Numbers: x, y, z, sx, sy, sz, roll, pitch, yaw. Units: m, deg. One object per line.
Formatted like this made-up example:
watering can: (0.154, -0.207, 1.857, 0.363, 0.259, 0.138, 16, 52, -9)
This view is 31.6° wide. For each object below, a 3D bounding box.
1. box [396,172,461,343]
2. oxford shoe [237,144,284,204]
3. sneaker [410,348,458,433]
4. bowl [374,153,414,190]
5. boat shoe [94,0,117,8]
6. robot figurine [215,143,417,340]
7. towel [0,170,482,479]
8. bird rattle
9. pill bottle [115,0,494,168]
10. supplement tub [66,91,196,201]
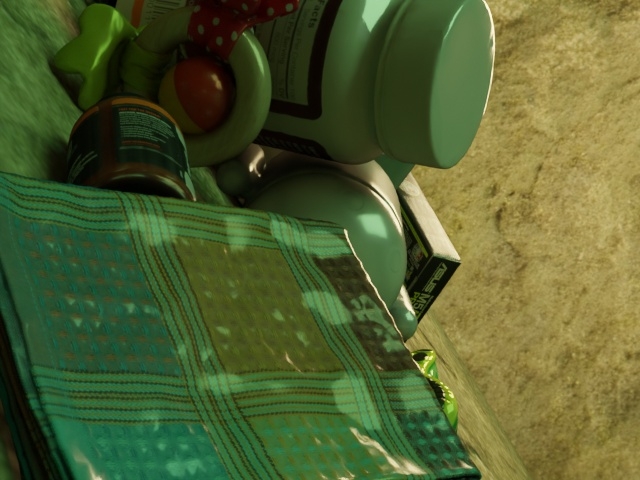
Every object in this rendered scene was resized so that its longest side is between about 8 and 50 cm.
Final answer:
box: (0.107, 0.023, 1.857, 0.060, 0.216, 0.270, 14, 33, -31)
oxford shoe: (-0.039, -0.054, 1.589, 0.169, 0.130, 0.449, -1, -46, 49)
sneaker: (0.138, 0.246, 1.692, 0.295, 0.109, 0.124, -105, -173, -75)
bowl: (0.007, -0.135, 1.780, 0.311, 0.163, 0.311, 13, 25, -6)
boat shoe: (-0.255, -0.298, 1.452, 0.076, 0.080, 0.228, 29, 31, -44)
robot figurine: (0.000, 0.000, 1.341, 0.300, 0.200, 0.353, 39, 14, -9)
towel: (-0.061, 0.071, 0.778, 0.370, 0.040, 0.271, 5, 47, -46)
bird rattle: (-0.127, -0.182, 1.171, 0.143, 0.253, 0.207, -26, 96, -78)
pill bottle: (-0.018, -0.211, 1.287, 0.392, 0.224, 0.224, 15, -11, 24)
supplement tub: (-0.162, -0.056, 0.962, 0.106, 0.106, 0.198, 52, 10, -32)
